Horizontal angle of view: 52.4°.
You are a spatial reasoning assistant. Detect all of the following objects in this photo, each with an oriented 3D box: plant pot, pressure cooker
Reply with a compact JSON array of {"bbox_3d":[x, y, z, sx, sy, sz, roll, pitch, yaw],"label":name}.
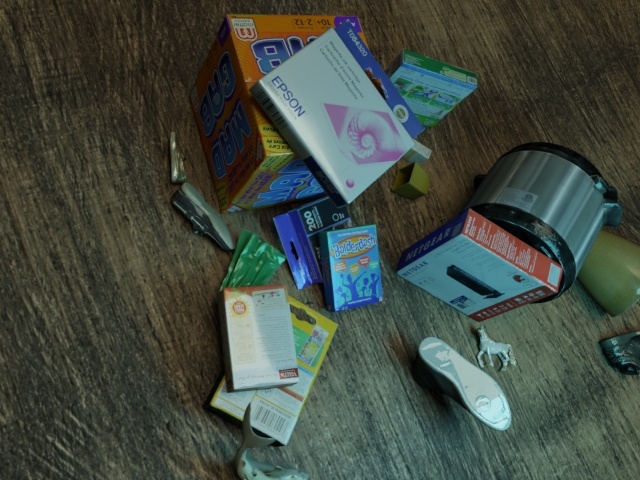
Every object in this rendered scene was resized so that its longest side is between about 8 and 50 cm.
[{"bbox_3d":[0.275,-0.169,1.923,0.083,0.081,0.081,33,60,-22],"label":"plant pot"},{"bbox_3d":[0.623,-0.074,1.874,0.370,0.375,0.420,40,60,-3],"label":"pressure cooker"},{"bbox_3d":[0.897,0.069,2.052,0.254,0.237,0.237,41,59,11],"label":"plant pot"}]

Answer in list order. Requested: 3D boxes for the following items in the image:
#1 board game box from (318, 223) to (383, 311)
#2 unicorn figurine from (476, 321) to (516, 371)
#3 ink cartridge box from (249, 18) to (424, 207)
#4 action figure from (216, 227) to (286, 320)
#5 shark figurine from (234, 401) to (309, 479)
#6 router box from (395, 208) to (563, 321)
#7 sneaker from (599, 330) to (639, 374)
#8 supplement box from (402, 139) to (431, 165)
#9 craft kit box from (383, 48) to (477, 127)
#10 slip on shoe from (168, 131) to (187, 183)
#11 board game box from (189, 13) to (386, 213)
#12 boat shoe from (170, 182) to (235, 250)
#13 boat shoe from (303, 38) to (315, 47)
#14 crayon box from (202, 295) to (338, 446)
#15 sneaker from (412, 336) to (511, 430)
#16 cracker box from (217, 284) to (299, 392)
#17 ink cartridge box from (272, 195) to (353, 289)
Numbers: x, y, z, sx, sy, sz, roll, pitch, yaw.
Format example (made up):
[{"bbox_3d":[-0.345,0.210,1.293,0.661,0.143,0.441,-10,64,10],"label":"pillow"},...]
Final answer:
[{"bbox_3d":[0.081,0.070,1.712,0.160,0.047,0.210,-10,96,-32],"label":"board game box"},{"bbox_3d":[0.488,0.310,1.856,0.162,0.060,0.111,21,62,-34],"label":"unicorn figurine"},{"bbox_3d":[0.061,-0.297,1.449,0.330,0.071,0.324,-43,102,-24],"label":"ink cartridge box"},{"bbox_3d":[-0.193,0.102,1.612,0.137,0.063,0.232,32,64,-12],"label":"action figure"},{"bbox_3d":[-0.152,0.485,1.449,0.166,0.278,0.116,-28,42,-3],"label":"shark figurine"},{"bbox_3d":[0.412,0.080,1.743,0.301,0.335,0.082,30,61,-10],"label":"router box"},{"bbox_3d":[0.996,0.351,2.054,0.228,0.087,0.130,-10,77,-24],"label":"sneaker"},{"bbox_3d":[0.277,-0.271,1.970,0.098,0.062,0.036,31,60,-12],"label":"supplement box"},{"bbox_3d":[0.293,-0.445,1.938,0.250,0.246,0.061,13,63,-21],"label":"craft kit box"},{"bbox_3d":[-0.364,-0.211,1.658,0.041,0.051,0.135,-1,74,-19],"label":"slip on shoe"},{"bbox_3d":[-0.082,-0.314,1.649,0.357,0.356,0.356,-10,76,-28],"label":"board game box"},{"bbox_3d":[-0.295,-0.048,1.637,0.065,0.075,0.206,-38,96,12],"label":"boat shoe"},{"bbox_3d":[0.030,-0.430,1.513,0.142,0.040,0.049,10,67,-22],"label":"boat shoe"},{"bbox_3d":[-0.113,0.299,1.562,0.203,0.083,0.323,32,62,-10],"label":"crayon box"},{"bbox_3d":[0.361,0.384,1.697,0.296,0.147,0.104,43,66,14],"label":"sneaker"},{"bbox_3d":[-0.144,0.223,1.490,0.156,0.067,0.232,0,70,-23],"label":"cracker box"},{"bbox_3d":[0.000,0.000,1.722,0.208,0.045,0.206,-24,98,-29],"label":"ink cartridge box"}]
